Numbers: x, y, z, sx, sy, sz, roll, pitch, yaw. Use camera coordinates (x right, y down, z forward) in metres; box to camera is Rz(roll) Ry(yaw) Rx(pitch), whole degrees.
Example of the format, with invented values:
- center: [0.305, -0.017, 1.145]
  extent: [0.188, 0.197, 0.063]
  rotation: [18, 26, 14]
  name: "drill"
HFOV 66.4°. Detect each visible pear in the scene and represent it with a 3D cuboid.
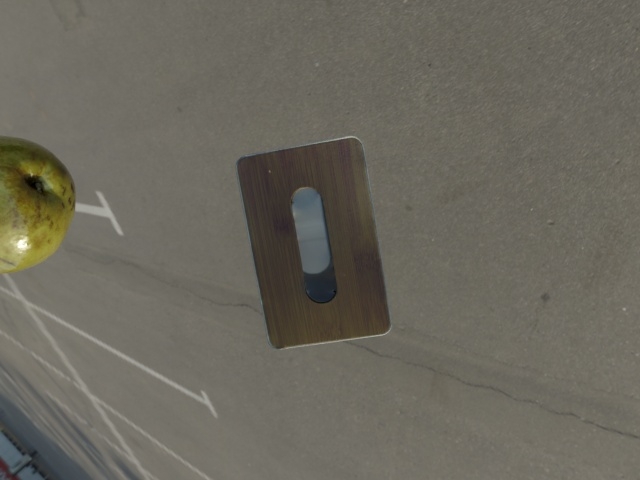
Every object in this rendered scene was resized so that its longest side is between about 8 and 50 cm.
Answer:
- center: [-0.683, -0.090, 1.053]
  extent: [0.304, 0.304, 0.304]
  rotation: [26, 138, 26]
  name: "pear"

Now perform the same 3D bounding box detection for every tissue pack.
- center: [-0.001, 0.000, 0.659]
  extent: [0.159, 0.136, 0.246]
  rotation: [-10, 94, 6]
  name: "tissue pack"
